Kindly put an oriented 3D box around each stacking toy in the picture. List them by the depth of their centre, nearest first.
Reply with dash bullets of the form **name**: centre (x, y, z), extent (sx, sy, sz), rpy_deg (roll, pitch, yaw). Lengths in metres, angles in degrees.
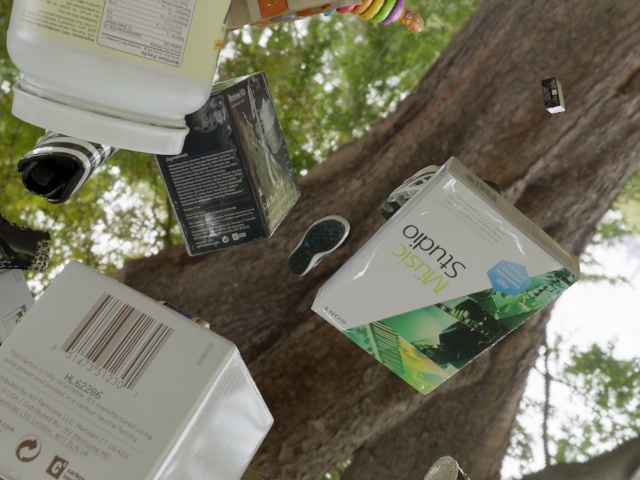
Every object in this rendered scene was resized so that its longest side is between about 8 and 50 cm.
- **stacking toy**: centre (0.169, -0.661, 1.987), extent (0.302, 0.175, 0.166), rpy_deg (23, 156, -24)

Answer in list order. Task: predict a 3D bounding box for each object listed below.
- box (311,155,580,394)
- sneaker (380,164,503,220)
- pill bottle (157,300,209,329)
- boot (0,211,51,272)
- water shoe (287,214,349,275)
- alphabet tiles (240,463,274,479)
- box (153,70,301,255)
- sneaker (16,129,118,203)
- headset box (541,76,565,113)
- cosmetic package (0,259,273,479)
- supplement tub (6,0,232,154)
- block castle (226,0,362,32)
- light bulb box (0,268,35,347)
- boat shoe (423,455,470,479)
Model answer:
- **box**: centre (0.168, 0.065, 1.026), extent (0.232, 0.322, 0.058), rpy_deg (38, -144, -7)
- **sneaker**: centre (0.288, -0.124, 1.649), extent (0.330, 0.146, 0.122), rpy_deg (-3, 135, 50)
- **pill bottle**: centre (-0.382, 0.215, 1.771), extent (0.186, 0.112, 0.112), rpy_deg (26, -169, 7)
- **boot**: centre (-0.714, -0.037, 1.628), extent (0.178, 0.085, 0.236), rpy_deg (8, -107, -45)
- **water shoe**: centre (0.000, 0.000, 1.596), extent (0.073, 0.203, 0.080), rpy_deg (50, -143, 2)
- **alphabet tiles**: centre (-0.187, 0.554, 1.678), extent (0.285, 0.011, 0.342), rpy_deg (32, 172, -40)
- **box**: centre (-0.305, -0.269, 2.362), extent (0.480, 0.297, 0.472), rpy_deg (-62, -43, -67)
- **sneaker**: centre (-0.524, -0.216, 1.429), extent (0.447, 0.257, 0.169), rpy_deg (14, 148, 55)
- **headset box**: centre (0.490, -0.304, 1.503), extent (0.083, 0.032, 0.062), rpy_deg (-7, -92, -65)
- **cosmetic package**: centre (-0.318, 0.306, 1.186), extent (0.329, 0.327, 0.394), rpy_deg (23, 155, 19)
- **supplement tub**: centre (-0.221, -0.282, 0.822), extent (0.235, 0.325, 0.235), rpy_deg (15, -169, -3)
- **block castle**: centre (-0.029, -0.454, 1.084), extent (0.303, 0.213, 0.453), rpy_deg (-25, -160, -38)
- **light bulb box**: centre (-0.839, 0.242, 1.525), extent (0.361, 0.358, 0.225), rpy_deg (-76, -32, -78)
- **boat shoe**: centre (0.323, 0.608, 1.679), extent (0.097, 0.116, 0.324), rpy_deg (40, 180, -4)
